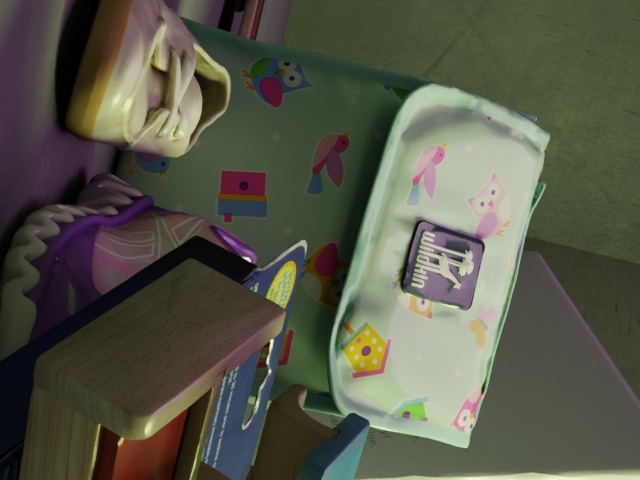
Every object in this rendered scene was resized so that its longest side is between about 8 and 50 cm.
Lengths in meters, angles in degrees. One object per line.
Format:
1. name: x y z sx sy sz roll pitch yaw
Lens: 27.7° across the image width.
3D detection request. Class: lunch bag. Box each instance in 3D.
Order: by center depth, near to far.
1. lunch bag: 0.000 0.000 0.818 0.160 0.262 0.223 123 -18 -84

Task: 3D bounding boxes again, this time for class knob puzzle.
1. knob puzzle: -0.087 -0.198 1.328 0.213 0.030 0.213 -166 -90 -88

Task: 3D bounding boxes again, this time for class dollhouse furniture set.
1. dollhouse furniture set: -0.039 0.131 0.381 0.129 0.129 0.183 -37 148 -53

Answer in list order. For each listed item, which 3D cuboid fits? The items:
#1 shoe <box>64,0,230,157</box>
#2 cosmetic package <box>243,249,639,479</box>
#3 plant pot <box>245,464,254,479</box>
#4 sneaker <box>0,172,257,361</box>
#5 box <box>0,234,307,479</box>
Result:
1. shoe: -0.078 -0.080 0.631 0.219 0.058 0.076 -98 -158 -85
2. cosmetic package: 0.042 0.220 1.180 0.327 0.394 0.329 -115 -148 -52
3. plant pot: -0.068 0.218 0.721 0.263 0.229 0.263 -167 -90 -88
4. sneaker: -0.081 0.033 0.582 0.236 0.104 0.095 -73 179 -74
5. box: -0.084 0.087 0.461 0.225 0.036 0.136 -35 146 -53
